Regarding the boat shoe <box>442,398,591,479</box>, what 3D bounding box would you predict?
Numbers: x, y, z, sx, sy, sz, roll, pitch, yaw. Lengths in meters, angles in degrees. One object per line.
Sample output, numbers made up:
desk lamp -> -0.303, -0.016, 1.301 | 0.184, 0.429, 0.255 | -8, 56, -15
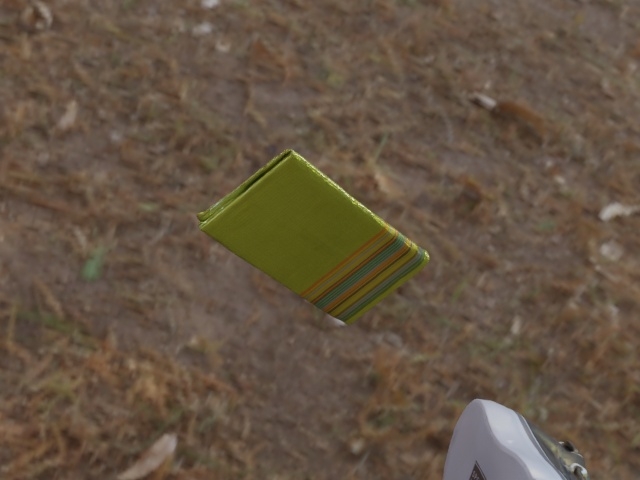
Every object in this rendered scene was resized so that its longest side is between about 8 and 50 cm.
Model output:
boat shoe -> 0.065, 0.083, 0.373 | 0.040, 0.049, 0.142 | 20, 13, -5

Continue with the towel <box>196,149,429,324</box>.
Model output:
towel -> 0.000, 0.000, 1.114 | 0.237, 0.102, 0.021 | 35, 20, -51
